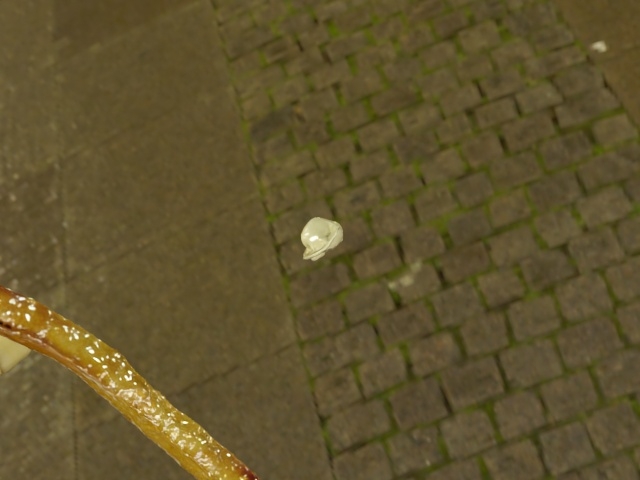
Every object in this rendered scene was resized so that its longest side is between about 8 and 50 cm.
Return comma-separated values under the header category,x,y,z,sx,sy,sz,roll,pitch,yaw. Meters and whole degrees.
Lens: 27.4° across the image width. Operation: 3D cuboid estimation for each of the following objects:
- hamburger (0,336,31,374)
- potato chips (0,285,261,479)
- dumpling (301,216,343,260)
category,x,y,z,sx,sy,sz,roll,pitch,yaw
hamburger,-0.414,0.102,1.615,0.141,0.126,0.081,1,45,47
potato chips,-0.093,0.078,0.618,0.037,0.204,0.026,-57,14,-17
dumpling,0.002,0.001,1.680,0.076,0.052,0.057,17,91,41
